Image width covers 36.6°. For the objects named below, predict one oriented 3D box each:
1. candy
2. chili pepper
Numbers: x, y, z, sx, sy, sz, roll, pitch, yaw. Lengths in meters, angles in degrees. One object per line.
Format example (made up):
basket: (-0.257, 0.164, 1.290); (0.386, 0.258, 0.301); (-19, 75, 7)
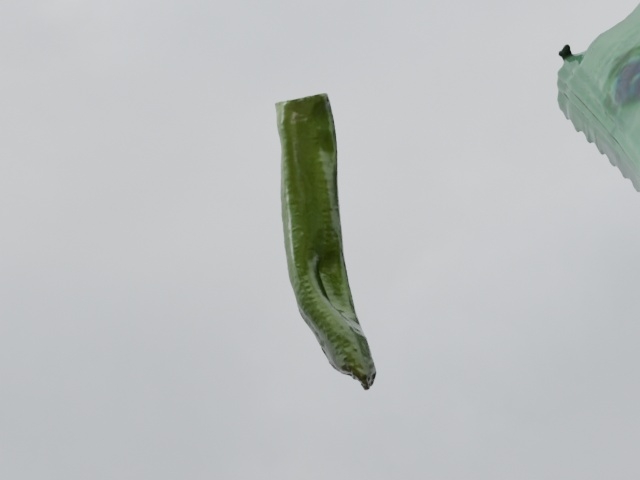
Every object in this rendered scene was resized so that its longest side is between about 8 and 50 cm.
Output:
candy: (0.474, -0.177, 1.003); (0.398, 0.263, 0.172); (-17, -45, 3)
chili pepper: (0.000, 0.000, 0.623); (0.050, 0.202, 0.052); (-15, -15, 22)
